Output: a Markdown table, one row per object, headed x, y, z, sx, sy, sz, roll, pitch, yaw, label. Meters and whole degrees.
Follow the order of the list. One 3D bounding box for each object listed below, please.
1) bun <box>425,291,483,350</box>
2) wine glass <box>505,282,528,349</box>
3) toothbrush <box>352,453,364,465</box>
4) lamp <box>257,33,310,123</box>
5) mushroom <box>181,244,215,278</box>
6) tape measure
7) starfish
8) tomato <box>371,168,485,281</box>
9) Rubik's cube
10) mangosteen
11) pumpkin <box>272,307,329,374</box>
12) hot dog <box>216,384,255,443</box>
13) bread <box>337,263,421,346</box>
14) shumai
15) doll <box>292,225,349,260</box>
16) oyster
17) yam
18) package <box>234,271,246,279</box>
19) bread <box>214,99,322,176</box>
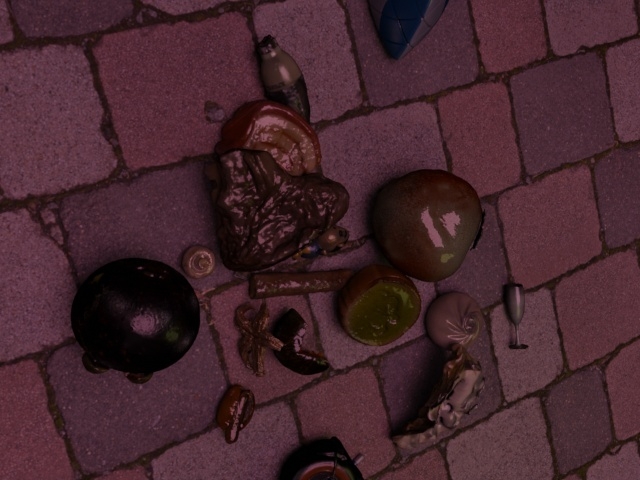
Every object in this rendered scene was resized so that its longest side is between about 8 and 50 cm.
| x | y | z | sx | sy | sz | roll | pitch | yaw | label |
| --- | --- | --- | --- | --- | --- | --- | --- | --- | --- |
| 0.393 | 0.234 | 1.944 | 0.172 | 0.120 | 0.173 | -1 | 94 | -24 | bun |
| 0.599 | 0.230 | 2.069 | 0.066 | 0.066 | 0.198 | -8 | 98 | -24 | wine glass |
| 0.020 | 0.690 | 1.871 | 0.275 | 0.019 | 0.025 | -44 | 103 | -15 | toothbrush |
| -0.085 | -0.384 | 1.677 | 0.101 | 0.101 | 0.250 | -38 | 120 | -17 | lamp |
| -0.292 | 0.052 | 1.638 | 0.083 | 0.067 | 0.084 | 1 | 89 | -29 | mushroom |
| 0.002 | 0.641 | 1.791 | 0.222 | 0.135 | 0.202 | -33 | 103 | -13 | tape measure |
| -0.160 | 0.238 | 1.692 | 0.150 | 0.053 | 0.210 | 22 | 110 | 16 | starfish |
| 0.293 | -0.047 | 1.803 | 0.303 | 0.239 | 0.304 | -1 | 93 | -23 | tomato |
| 0.221 | -0.637 | 1.728 | 0.254 | 0.254 | 0.255 | -3 | 96 | -24 | Rubik's cube |
| -0.407 | 0.178 | 1.494 | 0.287 | 0.288 | 0.288 | -3 | 96 | -24 | mangosteen |
| -0.063 | 0.277 | 1.738 | 0.107 | 0.119 | 0.184 | -35 | 103 | -20 | pumpkin |
| -0.216 | 0.439 | 1.715 | 0.089 | 0.060 | 0.140 | 30 | 86 | -19 | hot dog |
| 0.156 | 0.176 | 1.804 | 0.236 | 0.070 | 0.236 | -7 | 123 | -10 | bread |
| -0.129 | -0.092 | 1.612 | 0.346 | 0.217 | 0.283 | -34 | 95 | 11 | shumai |
| 0.000 | 0.000 | 1.762 | 0.179 | 0.102 | 0.089 | -16 | 144 | -26 | doll |
| 0.345 | 0.449 | 1.920 | 0.237 | 0.114 | 0.352 | -2 | 117 | -45 | oyster |
| -0.040 | 0.111 | 1.762 | 0.299 | 0.066 | 0.066 | -2 | 96 | -24 | yam |
| -0.186 | 0.043 | 1.714 | 0.037 | 0.015 | 0.110 | 21 | 84 | -20 | package |
| -0.109 | -0.235 | 1.652 | 0.244 | 0.123 | 0.190 | 23 | 101 | -26 | bread |
